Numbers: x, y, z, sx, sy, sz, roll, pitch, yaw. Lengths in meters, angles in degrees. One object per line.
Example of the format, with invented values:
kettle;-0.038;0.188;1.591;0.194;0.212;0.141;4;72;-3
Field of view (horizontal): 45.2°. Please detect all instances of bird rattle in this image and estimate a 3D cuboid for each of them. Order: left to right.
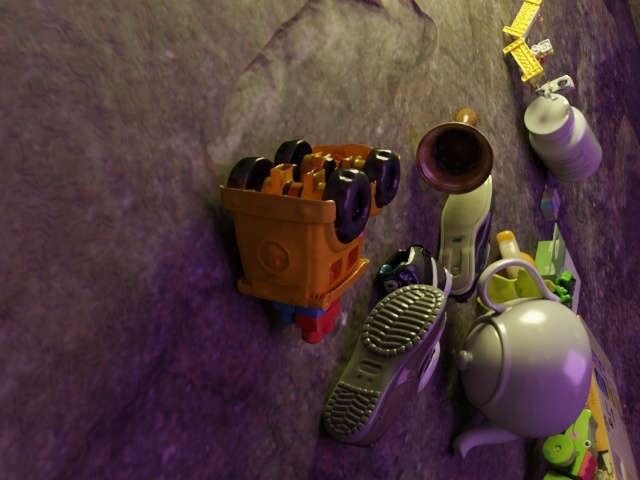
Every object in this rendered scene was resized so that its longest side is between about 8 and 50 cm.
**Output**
bird rattle;0.402;0.090;1.503;0.253;0.143;0.207;33;42;-54

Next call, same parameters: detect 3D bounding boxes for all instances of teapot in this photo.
teapot;0.318;0.203;1.295;0.187;0.253;0.256;10;47;-15

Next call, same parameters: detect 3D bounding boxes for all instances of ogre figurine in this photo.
ogre figurine;0.494;0.168;1.648;0.118;0.096;0.197;32;65;-59

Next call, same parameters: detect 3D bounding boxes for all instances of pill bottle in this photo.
pill bottle;0.554;-0.236;1.770;0.229;0.131;0.131;34;58;-50

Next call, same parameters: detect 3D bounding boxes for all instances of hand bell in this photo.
hand bell;0.248;-0.187;1.344;0.242;0.126;0.126;-60;134;-57

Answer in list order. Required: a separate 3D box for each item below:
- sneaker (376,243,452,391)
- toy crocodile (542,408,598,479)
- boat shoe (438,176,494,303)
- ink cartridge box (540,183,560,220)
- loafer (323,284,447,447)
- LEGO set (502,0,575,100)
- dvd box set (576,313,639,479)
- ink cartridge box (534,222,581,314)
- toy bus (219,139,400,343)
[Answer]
sneaker;0.117;0.104;1.116;0.121;0.079;0.217;42;51;-33
toy crocodile;0.486;0.499;1.546;0.341;0.105;0.115;-55;133;-23
boat shoe;0.254;-0.007;1.327;0.079;0.084;0.233;38;61;-52
ink cartridge box;0.550;-0.093;1.835;0.048;0.028;0.083;57;41;-35
loafer;0.092;0.168;1.028;0.251;0.094;0.087;-53;141;-21
LEGO set;0.476;-0.435;1.698;0.107;0.132;0.287;26;57;-62
dvd box set;0.664;0.425;1.810;0.307;0.062;0.421;43;36;-45
ink cartridge box;0.530;0.072;1.751;0.209;0.062;0.109;56;43;-36
toy bus;0.000;0.000;0.893;0.220;0.149;0.212;-37;129;-56
